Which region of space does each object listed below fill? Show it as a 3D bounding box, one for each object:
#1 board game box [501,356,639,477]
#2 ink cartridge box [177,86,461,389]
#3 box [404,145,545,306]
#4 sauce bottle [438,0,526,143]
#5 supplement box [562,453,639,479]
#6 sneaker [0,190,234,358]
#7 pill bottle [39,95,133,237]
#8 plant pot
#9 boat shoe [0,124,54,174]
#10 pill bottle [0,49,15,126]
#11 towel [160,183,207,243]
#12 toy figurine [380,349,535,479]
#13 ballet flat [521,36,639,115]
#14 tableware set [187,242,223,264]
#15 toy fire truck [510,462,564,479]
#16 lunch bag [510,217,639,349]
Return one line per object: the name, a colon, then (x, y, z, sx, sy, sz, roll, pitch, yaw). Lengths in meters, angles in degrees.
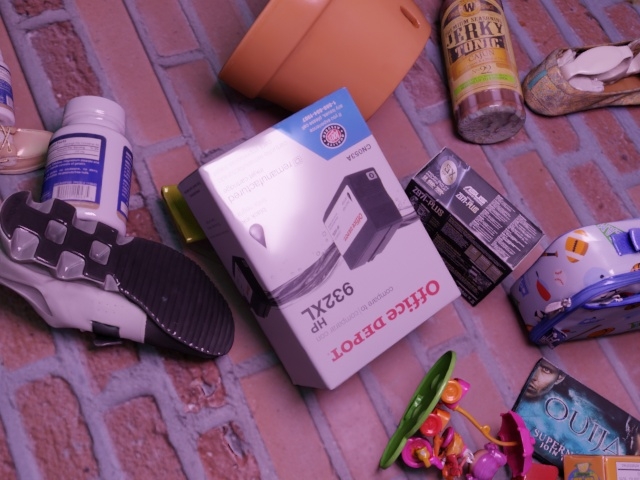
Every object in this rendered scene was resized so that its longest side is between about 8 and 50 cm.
board game box: (0.349, 0.260, 1.063, 0.186, 0.026, 0.126, 33, 65, 5)
ink cartridge box: (0.000, 0.000, 1.000, 0.223, 0.129, 0.307, -33, 97, -22)
box: (0.194, -0.016, 1.091, 0.180, 0.147, 0.077, 43, 66, 10)
sauce bottle: (0.246, -0.326, 1.263, 0.111, 0.111, 0.344, -1, 65, -11)
supplement box: (0.420, 0.310, 0.993, 0.233, 0.078, 0.080, 11, 72, -22)
sneaker: (-0.266, 0.067, 0.995, 0.330, 0.146, 0.122, 32, 41, -21)
pill bottle: (-0.308, -0.092, 1.049, 0.112, 0.112, 0.187, 4, 65, -9)
plant pot: (0.020, -0.290, 1.127, 0.203, 0.291, 0.291, 36, 63, -12)
boat shoe: (-0.441, -0.127, 1.068, 0.170, 0.059, 0.063, -8, 68, -14)
pill bottle: (-0.465, -0.212, 1.098, 0.067, 0.067, 0.120, -9, 68, -14)
towel: (-0.094, -0.064, 1.098, 0.237, 0.021, 0.102, -16, 54, -25)
toy figurine: (0.186, 0.253, 0.990, 0.159, 0.130, 0.173, 33, 86, 1)
ballet flat: (0.497, -0.283, 1.288, 0.348, 0.123, 0.123, -13, 69, -16)
tableware set: (-0.071, -0.007, 1.096, 0.194, 0.039, 0.128, 27, 64, 2)
toy fire truck: (0.328, 0.375, 0.995, 0.192, 0.047, 0.135, 22, 62, -2)
lunch bag: (0.417, 0.047, 1.052, 0.303, 0.243, 0.115, -10, 68, -16)
